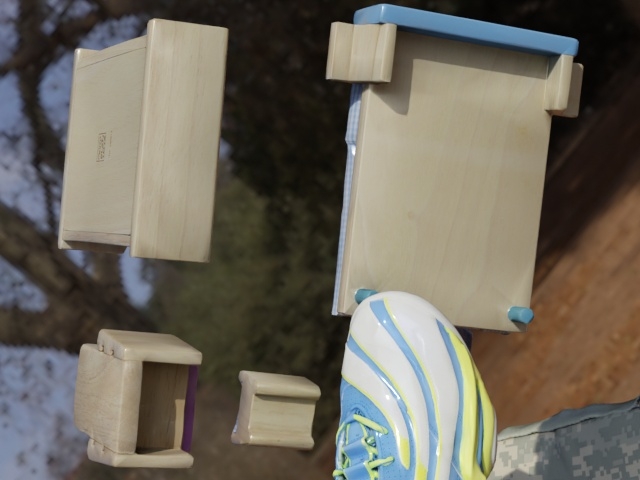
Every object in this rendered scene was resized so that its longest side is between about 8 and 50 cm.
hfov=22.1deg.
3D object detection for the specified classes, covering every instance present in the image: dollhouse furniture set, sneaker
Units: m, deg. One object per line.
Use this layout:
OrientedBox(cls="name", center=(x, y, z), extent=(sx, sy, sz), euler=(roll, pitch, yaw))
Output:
OrientedBox(cls="dollhouse furniture set", center=(0.000, 0.000, 1.066), extent=(0.198, 0.303, 0.286), euler=(-176, 91, -69))
OrientedBox(cls="sneaker", center=(0.044, 0.150, 0.899), extent=(0.091, 0.240, 0.126), euler=(-11, 0, 25))

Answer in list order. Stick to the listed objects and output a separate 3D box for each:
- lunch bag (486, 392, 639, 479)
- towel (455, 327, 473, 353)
OrientedBox(cls="lunch bag", center=(0.260, 0.267, 1.363), extent=(0.235, 0.287, 0.169), euler=(-20, 2, 42))
OrientedBox(cls="towel", center=(0.064, 0.058, 1.121), extent=(0.029, 0.119, 0.067), euler=(-17, 40, 30))
